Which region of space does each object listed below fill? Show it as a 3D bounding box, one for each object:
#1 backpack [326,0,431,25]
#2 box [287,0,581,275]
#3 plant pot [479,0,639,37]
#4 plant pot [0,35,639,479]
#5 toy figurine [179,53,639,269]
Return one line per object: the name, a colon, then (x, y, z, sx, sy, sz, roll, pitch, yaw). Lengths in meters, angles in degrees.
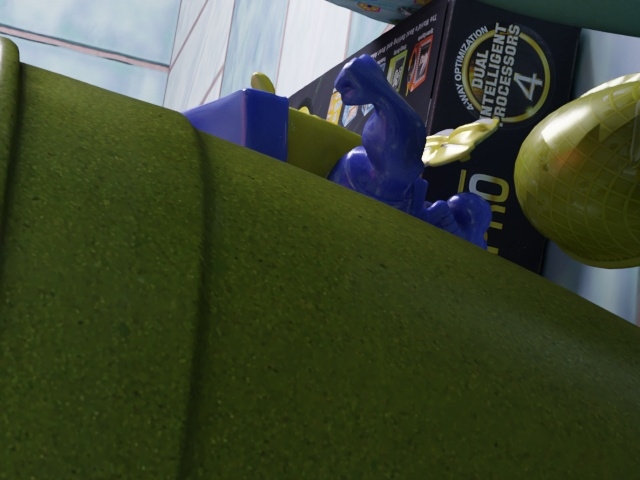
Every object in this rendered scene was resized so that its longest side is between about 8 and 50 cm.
backpack: (0.051, -0.207, 1.258, 0.115, 0.182, 0.152, -151, 72, -78)
box: (0.035, 0.031, 1.299, 0.395, 0.097, 0.318, 163, 117, -73)
plant pot: (0.094, -0.220, 0.849, 0.271, 0.255, 0.272, -176, 90, -82)
plant pot: (0.013, 0.145, 0.703, 0.366, 0.353, 0.367, -167, 90, -77)
toy figurine: (0.000, 0.000, 0.975, 0.362, 0.217, 0.191, -10, 68, 55)
